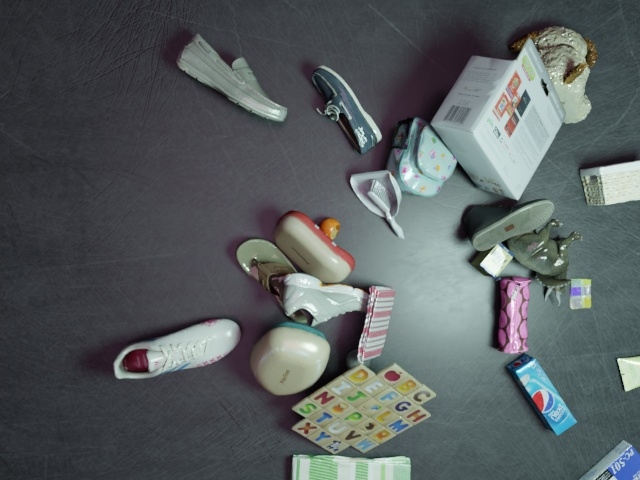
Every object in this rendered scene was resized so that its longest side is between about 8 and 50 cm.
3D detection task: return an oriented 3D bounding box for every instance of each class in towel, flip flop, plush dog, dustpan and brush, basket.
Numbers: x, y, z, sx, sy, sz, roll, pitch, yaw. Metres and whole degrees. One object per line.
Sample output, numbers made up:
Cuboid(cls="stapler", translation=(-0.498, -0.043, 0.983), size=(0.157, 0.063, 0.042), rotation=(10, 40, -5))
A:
Cuboid(cls="towel", translation=(0.078, 0.702, 1.544), size=(0.325, 0.038, 0.247), rotation=(4, 92, -5))
Cuboid(cls="flip flop", translation=(-0.111, 0.106, 1.499), size=(0.112, 0.080, 0.277), rotation=(-38, 93, -1))
Cuboid(cls="towel", translation=(0.145, 0.216, 1.491), size=(0.029, 0.144, 0.196), rotation=(13, 91, 27))
Cuboid(cls="plush dog", translation=(0.615, -0.463, 1.486), size=(0.263, 0.210, 0.225), rotation=(13, 65, -4))
Cuboid(cls="dustpan and brush", translation=(0.174, -0.088, 1.506), size=(0.211, 0.147, 0.060), rotation=(45, 63, -31))
Cuboid(cls="basket", translation=(0.804, -0.156, 1.524), size=(0.167, 0.113, 0.103), rotation=(-10, 94, -2))
Cuboid(cls="towel", translation=(0.720, 0.148, 1.576), size=(0.060, 0.009, 0.083), rotation=(0, 91, -2))

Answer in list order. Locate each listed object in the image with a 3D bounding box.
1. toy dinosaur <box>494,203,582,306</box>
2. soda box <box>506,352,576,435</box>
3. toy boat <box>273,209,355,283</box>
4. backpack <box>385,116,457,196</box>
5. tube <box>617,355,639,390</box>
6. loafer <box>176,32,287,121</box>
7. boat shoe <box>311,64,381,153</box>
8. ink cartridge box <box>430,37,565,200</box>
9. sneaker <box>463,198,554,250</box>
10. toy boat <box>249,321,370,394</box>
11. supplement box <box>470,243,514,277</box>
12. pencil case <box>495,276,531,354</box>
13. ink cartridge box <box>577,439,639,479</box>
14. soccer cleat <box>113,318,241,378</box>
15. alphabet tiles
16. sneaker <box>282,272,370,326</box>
Cuboid(cls="toy dinosaur", translation=(0.580, 0.020, 1.513), size=(0.313, 0.121, 0.160), rotation=(40, 83, -6))
Cuboid(cls="soda box", translation=(0.597, 0.415, 1.544), size=(0.067, 0.071, 0.210), rotation=(-35, 93, -2))
Cuboid(cls="toy boat", translation=(0.000, 0.000, 1.489), size=(0.231, 0.151, 0.151), rotation=(45, 60, -3))
Cuboid(cls="backpack", translation=(0.262, -0.206, 1.470), size=(0.166, 0.144, 0.188), rotation=(20, 92, -30))
Cuboid(cls="tube", translation=(0.948, 0.342, 1.572), size=(0.240, 0.062, 0.070), rotation=(-15, 48, 2))
Cuboid(cls="loafer", translation=(-0.217, -0.417, 1.469), size=(0.320, 0.112, 0.111), rotation=(32, 98, -2))
Cuboid(cls="boat shoe", translation=(0.055, -0.341, 1.496), size=(0.079, 0.095, 0.254), rotation=(-41, 102, -13))
Cuboid(cls="ink cartridge box", translation=(0.451, -0.299, 1.409), size=(0.309, 0.130, 0.271), rotation=(39, 81, -44))
Cuboid(cls="sneaker", translation=(0.481, -0.070, 1.483), size=(0.222, 0.118, 0.083), rotation=(-26, 128, 12))
Cuboid(cls="toy boat", translation=(-0.021, 0.312, 1.466), size=(0.318, 0.148, 0.267), rotation=(20, 135, -13))
Cuboid(cls="supplement box", translation=(0.459, 0.050, 1.524), size=(0.056, 0.083, 0.083), rotation=(40, 89, -3))
Cuboid(cls="pencil case", translation=(0.517, 0.201, 1.523), size=(0.095, 0.098, 0.209), rotation=(0, 91, 3))
Cuboid(cls="ink cartridge box", translation=(0.801, 0.660, 1.572), size=(0.207, 0.046, 0.097), rotation=(-42, 94, -2))
Cuboid(cls="soccer cleat", translation=(-0.367, 0.290, 1.459), size=(0.332, 0.143, 0.115), rotation=(-16, 92, -3))
Cuboid(cls="alphabet tiles", translation=(0.107, 0.436, 1.450), size=(0.343, 0.011, 0.285), rotation=(-38, 120, 21))
Cuboid(cls="sneaker", translation=(0.016, 0.170, 1.467), size=(0.263, 0.099, 0.121), rotation=(16, 72, -20))
